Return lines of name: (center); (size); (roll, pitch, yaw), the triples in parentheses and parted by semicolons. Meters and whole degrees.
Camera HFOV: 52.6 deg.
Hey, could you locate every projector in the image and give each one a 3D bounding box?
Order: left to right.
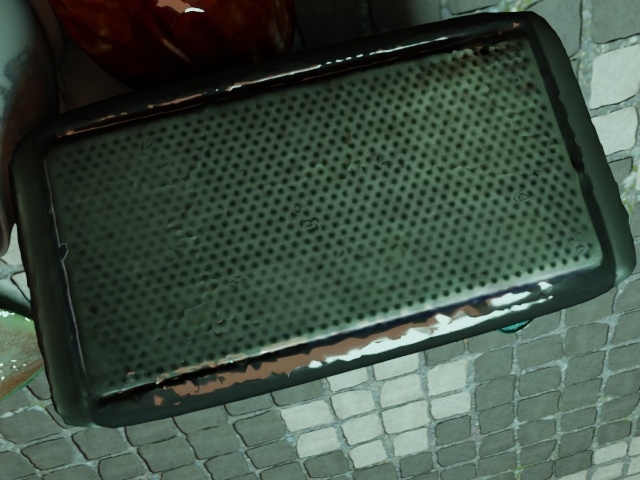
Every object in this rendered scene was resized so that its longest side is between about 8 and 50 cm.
projector: (0.000, 0.000, 0.604); (0.404, 0.242, 0.395); (-14, 169, -2)

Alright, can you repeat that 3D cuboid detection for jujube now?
jujube: (-0.142, -0.236, 0.522); (0.197, 0.197, 0.290); (-34, 118, 15)

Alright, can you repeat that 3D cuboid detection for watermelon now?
watermelon: (-0.431, 0.159, 0.850); (0.146, 0.128, 0.231); (-6, 151, -44)

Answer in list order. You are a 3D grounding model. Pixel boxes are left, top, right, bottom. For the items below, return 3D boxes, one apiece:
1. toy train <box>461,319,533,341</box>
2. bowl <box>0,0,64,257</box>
toy train: (0.214, 0.039, 0.881); (0.203, 0.112, 0.163); (-4, 124, -13)
bowl: (-0.319, -0.163, 0.528); (0.157, 0.345, 0.346); (-46, 140, -33)
